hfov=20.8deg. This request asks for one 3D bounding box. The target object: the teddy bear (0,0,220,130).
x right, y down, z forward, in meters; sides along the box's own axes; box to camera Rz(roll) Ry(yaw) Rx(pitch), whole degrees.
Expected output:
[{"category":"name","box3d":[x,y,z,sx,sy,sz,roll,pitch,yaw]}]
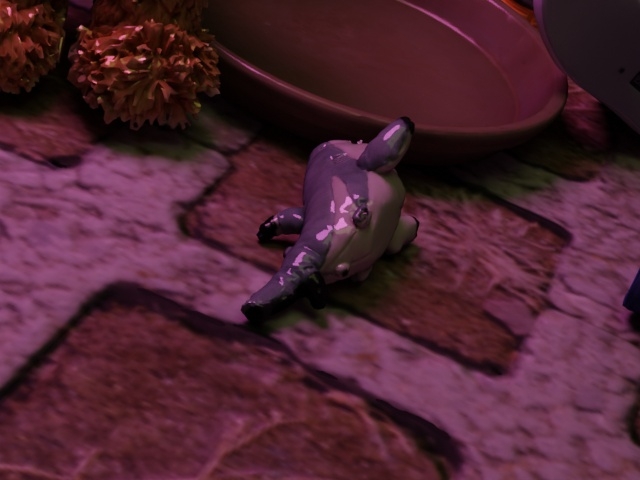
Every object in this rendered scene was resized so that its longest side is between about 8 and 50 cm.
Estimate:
[{"category":"teddy bear","box3d":[-0.112,-0.227,0.968,0.245,0.338,0.113,28,-14,4]}]

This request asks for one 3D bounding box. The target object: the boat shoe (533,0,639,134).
[{"category":"boat shoe","box3d":[0.183,-0.125,1.127,0.183,0.065,0.083,41,8,-36]}]

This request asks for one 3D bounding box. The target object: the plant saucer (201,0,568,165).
[{"category":"plant saucer","box3d":[0.021,-0.127,1.103,0.278,0.041,0.278,15,31,-9]}]

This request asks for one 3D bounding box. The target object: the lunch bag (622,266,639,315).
[{"category":"lunch bag","box3d":[0.219,0.016,0.962,0.065,0.067,0.098,32,31,18]}]

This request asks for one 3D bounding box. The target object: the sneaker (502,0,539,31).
[{"category":"sneaker","box3d":[0.215,-0.197,1.289,0.215,0.083,0.084,-3,36,-36]}]

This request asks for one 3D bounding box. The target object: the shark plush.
[{"category":"shark plush","box3d":[0.000,0.000,0.904,0.067,0.073,0.161,10,48,20]}]
